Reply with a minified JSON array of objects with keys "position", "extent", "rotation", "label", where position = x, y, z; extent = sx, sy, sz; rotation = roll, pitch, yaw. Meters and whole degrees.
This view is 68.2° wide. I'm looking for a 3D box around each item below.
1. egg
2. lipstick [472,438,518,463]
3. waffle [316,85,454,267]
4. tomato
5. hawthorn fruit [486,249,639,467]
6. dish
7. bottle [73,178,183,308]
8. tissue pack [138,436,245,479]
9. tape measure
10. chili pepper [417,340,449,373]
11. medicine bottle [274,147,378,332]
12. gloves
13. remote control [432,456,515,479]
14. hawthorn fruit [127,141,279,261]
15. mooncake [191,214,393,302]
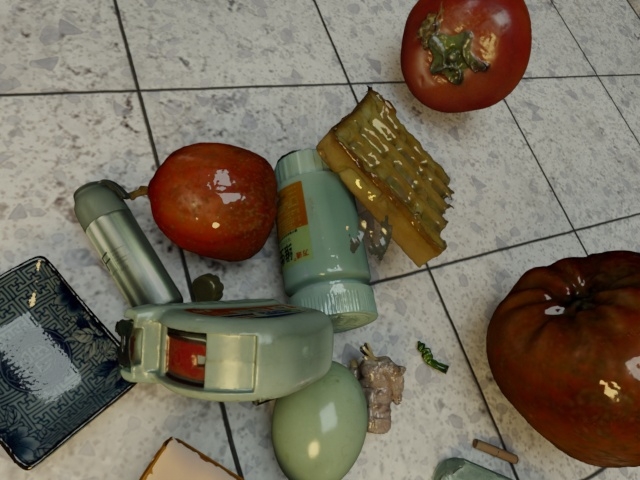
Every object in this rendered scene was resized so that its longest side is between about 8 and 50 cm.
[{"position":[-0.002,0.284,0.738],"extent":[0.149,0.149,0.192],"rotation":[22,64,-12],"label":"egg"},{"position":[0.333,0.401,0.899],"extent":[0.094,0.019,0.019],"rotation":[26,59,-10],"label":"lipstick"},{"position":[0.146,-0.149,0.951],"extent":[0.304,0.077,0.348],"rotation":[46,33,-10],"label":"waffle"},{"position":[0.353,-0.475,1.152],"extent":[0.321,0.321,0.322],"rotation":[9,63,-19],"label":"tomato"},{"position":[0.527,0.228,0.874],"extent":[0.402,0.403,0.403],"rotation":[9,63,-19],"label":"hawthorn fruit"},{"position":[-0.399,0.167,0.669],"extent":[0.243,0.080,0.182],"rotation":[47,58,4],"label":"dish"},{"position":[-0.312,0.015,0.771],"extent":[0.096,0.079,0.254],"rotation":[-36,81,10],"label":"bottle"},{"position":[-0.144,0.421,0.620],"extent":[0.274,0.145,0.194],"rotation":[35,57,-3],"label":"tissue pack"},{"position":[-0.121,0.155,0.672],"extent":[0.243,0.246,0.125],"rotation":[2,93,-50],"label":"tape measure"},{"position":[0.218,0.232,0.931],"extent":[0.083,0.022,0.027],"rotation":[44,91,1],"label":"chili pepper"},{"position":[0.000,0.000,0.867],"extent":[0.158,0.158,0.318],"rotation":[1,66,-22],"label":"medicine bottle"},{"position":[0.096,0.261,0.823],"extent":[0.094,0.110,0.144],"rotation":[17,90,-23],"label":"gloves"},{"position":[0.315,0.469,0.842],"extent":[0.247,0.052,0.104],"rotation":[25,58,-7],"label":"remote control"},{"position":[-0.199,-0.068,0.802],"extent":[0.253,0.205,0.205],"rotation":[6,64,-10],"label":"hawthorn fruit"},{"position":[-0.059,0.037,0.755],"extent":[0.346,0.057,0.150],"rotation":[-1,106,14],"label":"mooncake"}]
